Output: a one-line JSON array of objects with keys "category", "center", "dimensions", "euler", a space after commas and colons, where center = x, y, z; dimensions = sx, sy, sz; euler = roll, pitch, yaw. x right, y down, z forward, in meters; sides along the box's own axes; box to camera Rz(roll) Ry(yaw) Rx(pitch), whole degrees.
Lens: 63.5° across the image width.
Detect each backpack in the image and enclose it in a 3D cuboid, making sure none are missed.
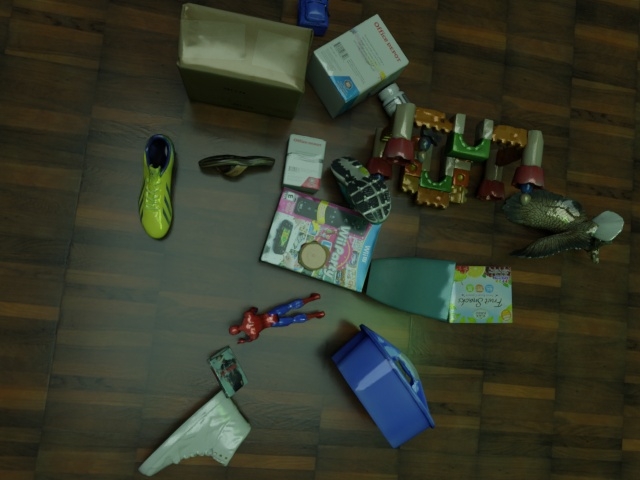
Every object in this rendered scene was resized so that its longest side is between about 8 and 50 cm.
[{"category": "backpack", "center": [-0.016, -0.699, 1.562], "dimensions": [0.097, 0.101, 0.120], "euler": [5, 81, -17]}]

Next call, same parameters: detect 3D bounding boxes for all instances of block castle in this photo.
[{"category": "block castle", "center": [0.371, -0.214, 1.486], "dimensions": [0.453, 0.303, 0.213], "euler": [10, 84, -8]}]

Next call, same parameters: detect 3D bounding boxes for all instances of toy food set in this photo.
[{"category": "toy food set", "center": [-0.020, 0.042, 1.438], "dimensions": [0.082, 0.020, 0.083], "euler": [26, 83, -7]}]

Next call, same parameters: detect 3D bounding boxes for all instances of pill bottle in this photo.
[{"category": "pill bottle", "center": [0.240, -0.408, 1.593], "dimensions": [0.078, 0.078, 0.137], "euler": [-32, 91, -11]}]

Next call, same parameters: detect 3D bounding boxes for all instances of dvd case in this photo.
[{"category": "dvd case", "center": [-0.258, 0.364, 1.438], "dimensions": [0.087, 0.013, 0.119], "euler": [-27, 88, -55]}]

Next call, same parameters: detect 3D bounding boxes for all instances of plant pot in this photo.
[{"category": "plant pot", "center": [0.260, 0.128, 1.490], "dimensions": [0.234, 0.165, 0.166], "euler": [9, 85, 16]}]

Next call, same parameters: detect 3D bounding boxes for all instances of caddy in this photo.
[{"category": "caddy", "center": [0.182, 0.393, 1.431], "dimensions": [0.179, 0.241, 0.341], "euler": [-34, 92, -5]}]

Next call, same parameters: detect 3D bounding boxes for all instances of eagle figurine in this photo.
[{"category": "eagle figurine", "center": [0.736, -0.023, 1.597], "dimensions": [0.298, 0.226, 0.225], "euler": [16, 103, -14]}]

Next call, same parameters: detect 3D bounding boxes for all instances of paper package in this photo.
[{"category": "paper package", "center": [-0.204, -0.469, 1.399], "dimensions": [0.324, 0.309, 0.168], "euler": [8, 88, -9]}]

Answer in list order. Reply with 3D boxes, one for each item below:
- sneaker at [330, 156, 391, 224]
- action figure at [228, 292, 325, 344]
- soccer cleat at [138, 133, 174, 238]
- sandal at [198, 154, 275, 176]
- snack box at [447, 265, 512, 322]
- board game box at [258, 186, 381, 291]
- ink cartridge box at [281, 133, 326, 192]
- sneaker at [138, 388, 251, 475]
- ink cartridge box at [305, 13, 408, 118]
[{"category": "sneaker", "center": [0.119, -0.133, 1.468], "dimensions": [0.107, 0.110, 0.275], "euler": [-20, 46, -9]}, {"category": "action figure", "center": [-0.142, 0.224, 1.470], "dimensions": [0.280, 0.139, 0.092], "euler": [-11, 84, -33]}, {"category": "soccer cleat", "center": [-0.454, -0.152, 1.421], "dimensions": [0.093, 0.121, 0.289], "euler": [3, 85, -10]}, {"category": "sandal", "center": [-0.240, -0.214, 1.497], "dimensions": [0.219, 0.090, 0.060], "euler": [-3, 107, -17]}, {"category": "snack box", "center": [0.478, 0.166, 1.589], "dimensions": [0.207, 0.070, 0.175], "euler": [2, 84, -8]}, {"category": "board game box", "center": [0.000, 0.000, 1.504], "dimensions": [0.303, 0.097, 0.224], "euler": [18, 83, -9]}, {"category": "ink cartridge box", "center": [-0.051, -0.226, 1.531], "dimensions": [0.109, 0.063, 0.151], "euler": [9, 83, -9]}, {"category": "sneaker", "center": [-0.326, 0.562, 1.388], "dimensions": [0.292, 0.108, 0.169], "euler": [-40, 90, -12]}, {"category": "ink cartridge box", "center": [0.103, -0.508, 1.530], "dimensions": [0.232, 0.168, 0.171], "euler": [-33, 92, -11]}]
